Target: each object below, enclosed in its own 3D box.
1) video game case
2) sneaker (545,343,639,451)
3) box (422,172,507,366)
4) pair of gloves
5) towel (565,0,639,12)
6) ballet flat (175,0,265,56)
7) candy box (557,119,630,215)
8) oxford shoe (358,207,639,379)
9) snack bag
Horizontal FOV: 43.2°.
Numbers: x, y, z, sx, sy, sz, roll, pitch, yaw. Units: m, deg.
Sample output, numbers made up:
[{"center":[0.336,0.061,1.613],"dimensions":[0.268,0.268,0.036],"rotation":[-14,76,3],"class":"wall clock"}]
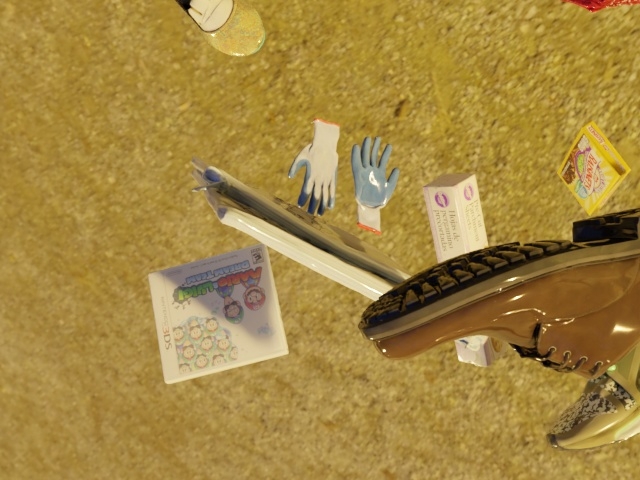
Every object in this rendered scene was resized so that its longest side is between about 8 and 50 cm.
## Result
[{"center":[-0.128,0.089,1.000],"dimensions":[0.157,0.019,0.143],"rotation":[-15,71,6],"class":"video game case"},{"center":[0.468,0.151,1.243],"dimensions":[0.182,0.410,0.158],"rotation":[49,165,-1],"class":"sneaker"},{"center":[0.241,0.052,1.332],"dimensions":[0.063,0.067,0.324],"rotation":[4,115,45],"class":"box"},{"center":[0.039,-0.101,1.245],"dimensions":[0.198,0.159,0.023],"rotation":[17,162,-31],"class":"pair of gloves"},{"center":[0.427,-0.389,1.226],"dimensions":[0.199,0.274,0.031],"rotation":[37,131,43],"class":"towel"},{"center":[-0.241,-0.499,1.682],"dimensions":[0.348,0.123,0.123],"rotation":[51,143,36],"class":"ballet flat"},{"center":[0.470,-0.121,1.403],"dimensions":[0.105,0.027,0.206],"rotation":[56,174,17],"class":"candy box"},{"center":[0.135,0.043,0.474],"dimensions":[0.083,0.227,0.096],"rotation":[-171,69,-79],"class":"oxford shoe"},{"center":[0.000,0.000,0.941],"dimensions":[0.323,0.342,0.037],"rotation":[28,95,-16],"class":"snack bag"}]
